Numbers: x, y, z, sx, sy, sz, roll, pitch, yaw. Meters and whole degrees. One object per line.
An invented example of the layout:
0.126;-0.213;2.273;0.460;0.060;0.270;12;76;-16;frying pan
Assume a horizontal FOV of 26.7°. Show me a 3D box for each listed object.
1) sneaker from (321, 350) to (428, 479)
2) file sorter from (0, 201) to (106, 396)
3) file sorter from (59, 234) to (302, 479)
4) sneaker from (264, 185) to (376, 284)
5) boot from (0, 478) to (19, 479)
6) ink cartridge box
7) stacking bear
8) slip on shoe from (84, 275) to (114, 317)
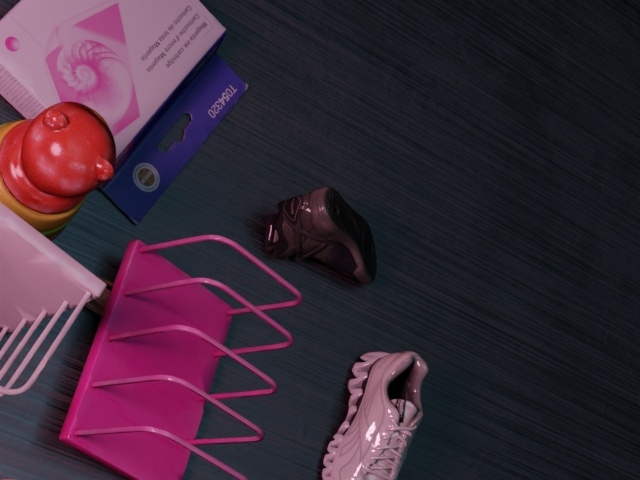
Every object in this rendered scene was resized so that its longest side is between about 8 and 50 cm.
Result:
0.085;0.290;1.964;0.110;0.118;0.292;28;62;-29;sneaker
-0.420;0.083;1.555;0.193;0.278;0.173;41;59;-19;file sorter
-0.164;0.162;1.748;0.202;0.182;0.290;39;55;-38;file sorter
0.000;0.000;2.024;0.227;0.130;0.087;44;43;-52;sneaker
-0.378;0.337;1.650;0.118;0.042;0.087;17;64;-32;boot
-0.276;-0.248;1.901;0.330;0.071;0.324;44;54;-15;ink cartridge box
-0.348;-0.083;1.649;0.175;0.289;0.164;52;52;-12;stacking bear
-0.271;0.086;1.811;0.135;0.041;0.051;36;57;-22;slip on shoe
